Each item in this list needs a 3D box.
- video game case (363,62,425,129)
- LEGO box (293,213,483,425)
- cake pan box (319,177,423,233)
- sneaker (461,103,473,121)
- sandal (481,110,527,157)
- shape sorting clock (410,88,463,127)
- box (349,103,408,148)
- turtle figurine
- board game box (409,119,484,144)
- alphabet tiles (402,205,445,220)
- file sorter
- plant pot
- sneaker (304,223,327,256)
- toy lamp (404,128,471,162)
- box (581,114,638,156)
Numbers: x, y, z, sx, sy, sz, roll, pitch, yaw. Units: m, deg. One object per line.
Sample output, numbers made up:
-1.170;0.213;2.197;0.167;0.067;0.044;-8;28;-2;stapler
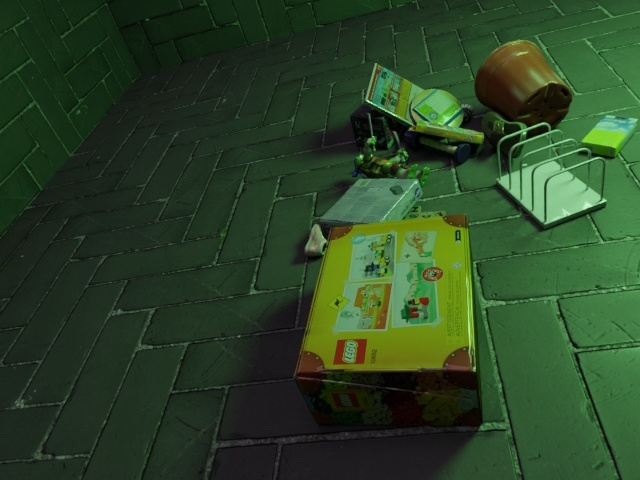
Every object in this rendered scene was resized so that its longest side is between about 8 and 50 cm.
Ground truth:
0.311;-0.545;2.045;0.025;0.285;0.203;-41;29;58;video game case
0.182;0.174;1.280;0.373;0.193;0.500;-5;39;18;LEGO box
0.159;-0.110;1.723;0.267;0.070;0.245;6;42;43;cake pan box
0.514;-0.493;2.084;0.167;0.065;0.076;-3;45;23;sneaker
0.615;-0.366;1.824;0.087;0.120;0.302;2;25;-13;sandal
0.447;-0.494;2.030;0.207;0.040;0.206;1;64;-3;shape sorting clock
0.260;-0.498;2.133;0.164;0.142;0.247;15;49;37;box
0.249;-0.303;1.833;0.266;0.197;0.274;30;76;34;turtle figurine
0.455;-0.393;1.907;0.260;0.039;0.124;12;21;12;board game box
0.271;-0.050;1.662;0.238;0.009;0.198;-3;36;16;alphabet tiles
0.669;-0.205;1.559;0.193;0.173;0.277;-20;36;-2;file sorter
0.731;-0.528;1.885;0.273;0.272;0.265;-19;45;1;plant pot
0.000;0.000;1.700;0.070;0.050;0.134;0;44;21;sneaker
0.418;-0.351;1.936;0.080;0.080;0.275;-35;41;-19;toy lamp
0.938;-0.341;1.717;0.109;0.042;0.178;23;54;41;box
